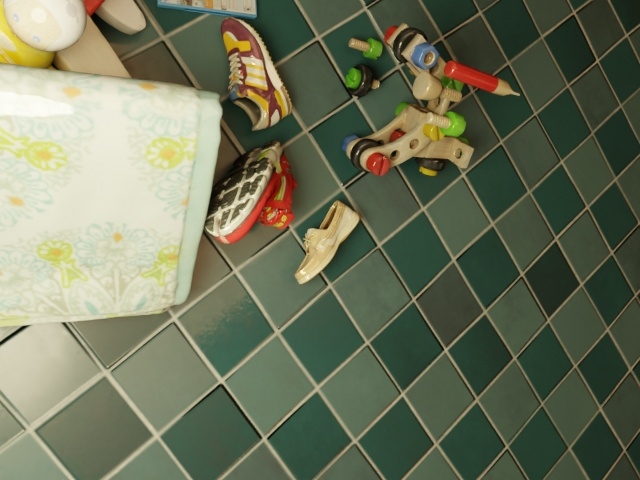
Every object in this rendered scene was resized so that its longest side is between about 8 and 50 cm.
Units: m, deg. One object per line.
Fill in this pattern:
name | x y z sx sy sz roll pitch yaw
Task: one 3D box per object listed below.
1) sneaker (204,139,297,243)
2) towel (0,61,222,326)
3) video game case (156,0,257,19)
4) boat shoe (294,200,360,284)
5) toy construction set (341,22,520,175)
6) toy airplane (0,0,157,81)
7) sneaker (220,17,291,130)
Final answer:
sneaker | -0.084 -0.062 0.888 0.118 0.107 0.279 59 23 -20
towel | -0.308 -0.036 0.736 0.320 0.375 0.090 -1 43 -25
video game case | -0.189 -0.437 0.976 0.166 0.015 0.119 -2 88 -26
boat shoe | 0.000 0.000 1.015 0.059 0.063 0.170 44 61 -13
toy construction set | 0.207 -0.223 1.007 0.237 0.308 0.258 8 91 -29
toy airplane | -0.352 -0.281 0.744 0.386 0.272 0.385 0 96 -41
sneaker | -0.123 -0.272 0.966 0.084 0.069 0.186 -37 101 -28
